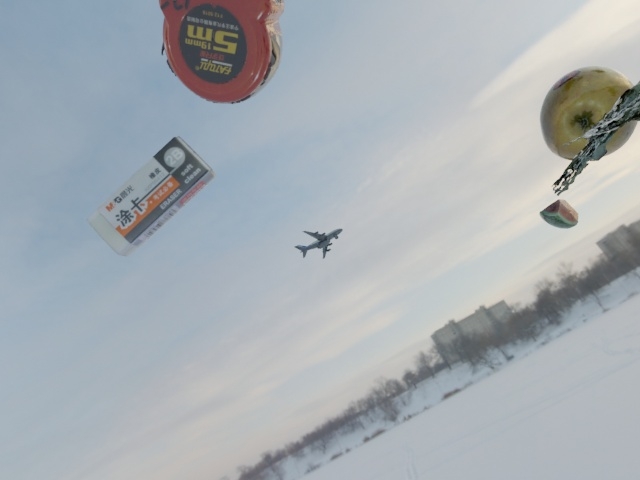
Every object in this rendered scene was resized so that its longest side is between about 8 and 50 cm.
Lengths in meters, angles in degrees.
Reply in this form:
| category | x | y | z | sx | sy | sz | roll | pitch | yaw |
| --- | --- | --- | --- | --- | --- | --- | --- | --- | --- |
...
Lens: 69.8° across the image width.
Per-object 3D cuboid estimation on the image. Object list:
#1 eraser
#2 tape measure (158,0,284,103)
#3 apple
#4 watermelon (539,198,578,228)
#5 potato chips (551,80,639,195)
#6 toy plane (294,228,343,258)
| category | x | y | z | sx | sy | sz | roll | pitch | yaw |
| --- | --- | --- | --- | --- | --- | --- | --- | --- | --- |
| eraser | -0.166 | -0.043 | 0.455 | 0.122 | 0.052 | 0.029 | -44 | -6 | -5 |
| tape measure | -0.202 | -0.412 | 0.929 | 0.114 | 0.254 | 0.260 | -61 | -16 | -58 |
| apple | 0.516 | -0.242 | 0.888 | 0.182 | 0.182 | 0.155 | -46 | -3 | 36 |
| watermelon | 0.627 | -0.066 | 1.205 | 0.072 | 0.084 | 0.092 | -44 | 10 | -5 |
| potato chips | 0.236 | -0.112 | 0.330 | 0.202 | 0.029 | 0.220 | -54 | -16 | 25 |
| toy plane | 0.000 | 0.002 | 0.751 | 0.085 | 0.024 | 0.078 | -22 | -44 | 14 |
